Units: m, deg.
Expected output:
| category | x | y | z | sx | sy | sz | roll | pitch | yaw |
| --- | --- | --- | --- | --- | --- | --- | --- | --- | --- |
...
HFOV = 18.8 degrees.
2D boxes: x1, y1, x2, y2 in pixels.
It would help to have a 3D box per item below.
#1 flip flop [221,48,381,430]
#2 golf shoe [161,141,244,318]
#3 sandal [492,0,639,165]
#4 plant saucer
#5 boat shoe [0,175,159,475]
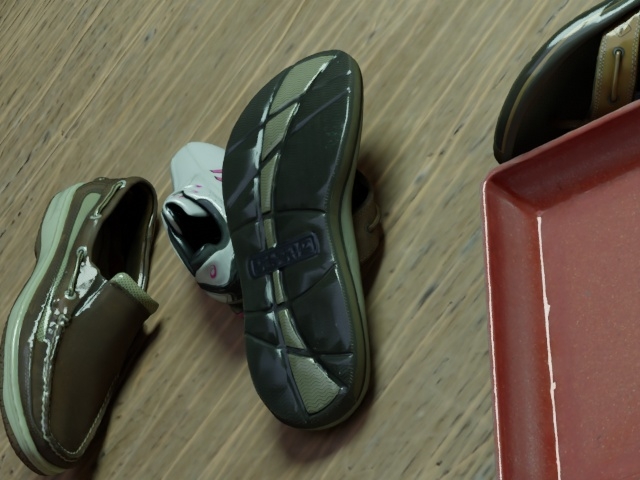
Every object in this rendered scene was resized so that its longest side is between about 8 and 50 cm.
| category | x | y | z | sx | sy | sz | roll | pitch | yaw |
| --- | --- | --- | --- | --- | --- | --- | --- | --- | --- |
| flip flop | 0.000 | 0.000 | 1.344 | 0.112 | 0.080 | 0.277 | -18 | 65 | 29 |
| golf shoe | -0.081 | -0.024 | 1.428 | 0.067 | 0.086 | 0.186 | -44 | 38 | 13 |
| sandal | 0.200 | -0.116 | 1.235 | 0.219 | 0.090 | 0.060 | -38 | 63 | 8 |
| plant saucer | 0.215 | 0.023 | 1.126 | 0.258 | 0.047 | 0.259 | -25 | 47 | 30 |
| boat shoe | -0.173 | 0.052 | 1.459 | 0.095 | 0.095 | 0.257 | -18 | 50 | 28 |
